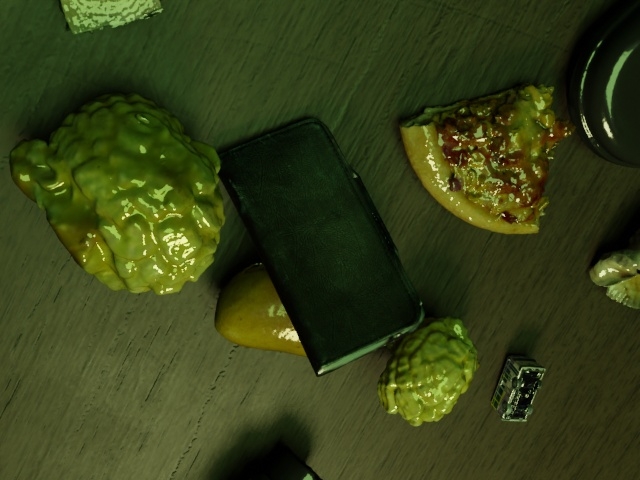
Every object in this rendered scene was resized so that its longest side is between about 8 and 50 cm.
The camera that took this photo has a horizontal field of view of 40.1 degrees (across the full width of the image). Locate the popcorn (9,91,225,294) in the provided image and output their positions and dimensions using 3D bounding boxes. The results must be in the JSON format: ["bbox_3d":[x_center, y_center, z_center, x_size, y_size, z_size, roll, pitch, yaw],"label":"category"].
[{"bbox_3d":[-0.239,-0.055,1.048,0.251,0.206,0.237,4,123,-7],"label":"popcorn"}]

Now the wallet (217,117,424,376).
[{"bbox_3d":[0.000,0.000,1.133,0.172,0.045,0.318,-25,76,-13],"label":"wallet"}]

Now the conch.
[{"bbox_3d":[0.547,0.033,1.364,0.245,0.163,0.178,-20,101,22],"label":"conch"}]

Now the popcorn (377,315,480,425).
[{"bbox_3d":[0.161,0.195,1.298,0.142,0.173,0.174,15,106,0],"label":"popcorn"}]

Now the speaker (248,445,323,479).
[{"bbox_3d":[-0.092,0.501,1.318,0.329,0.198,0.259,-44,104,-8],"label":"speaker"}]

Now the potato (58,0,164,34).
[{"bbox_3d":[-0.249,-0.290,1.027,0.122,0.061,0.086,-21,117,-9],"label":"potato"}]

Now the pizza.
[{"bbox_3d":[0.258,-0.128,1.243,0.289,0.081,0.229,37,95,-25],"label":"pizza"}]

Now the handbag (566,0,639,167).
[{"bbox_3d":[0.504,-0.243,1.273,0.308,0.093,0.254,-42,116,0],"label":"handbag"}]

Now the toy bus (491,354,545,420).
[{"bbox_3d":[0.318,0.235,1.413,0.052,0.058,0.102,6,113,-21],"label":"toy bus"}]

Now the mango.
[{"bbox_3d":[-0.015,0.082,1.205,0.261,0.130,0.167,0,101,-10],"label":"mango"}]
